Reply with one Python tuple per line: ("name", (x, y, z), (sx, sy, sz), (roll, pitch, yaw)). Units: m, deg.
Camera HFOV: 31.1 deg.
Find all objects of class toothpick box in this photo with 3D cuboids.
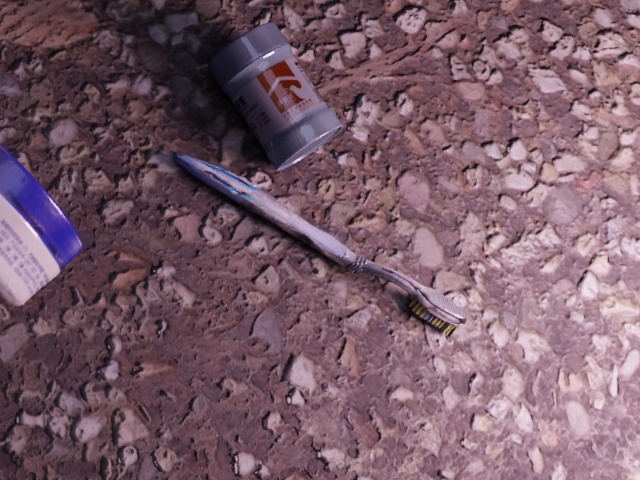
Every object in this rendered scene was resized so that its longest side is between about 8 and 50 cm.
("toothpick box", (-0.054, -0.174, 1.394), (0.101, 0.101, 0.153), (-34, 87, -20))

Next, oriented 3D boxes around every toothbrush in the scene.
("toothbrush", (0.000, 0.000, 1.403), (0.413, 0.042, 0.035), (32, 34, -6))

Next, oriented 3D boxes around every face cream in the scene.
("face cream", (-0.360, -0.029, 1.217), (0.206, 0.206, 0.111), (44, 74, -2))
